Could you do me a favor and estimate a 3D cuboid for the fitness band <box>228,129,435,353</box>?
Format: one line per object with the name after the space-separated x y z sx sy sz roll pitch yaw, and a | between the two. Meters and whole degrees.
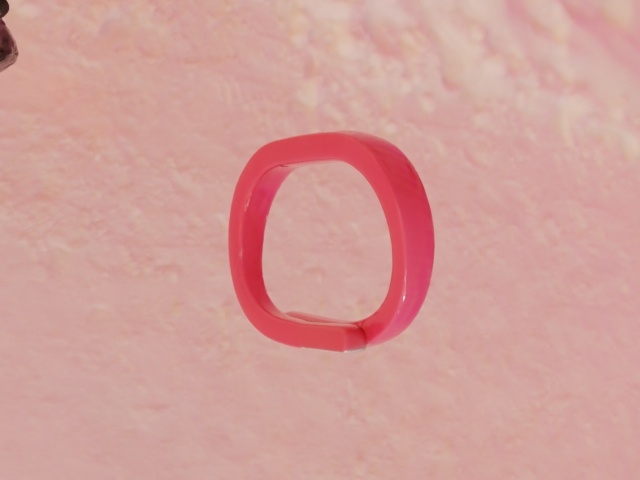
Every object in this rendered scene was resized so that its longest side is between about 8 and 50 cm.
0.000 0.000 0.882 0.054 0.291 0.208 0 91 -36 | fitness band

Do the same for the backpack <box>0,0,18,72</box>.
-0.299 -0.173 0.589 0.152 0.115 0.182 -27 100 -10 | backpack
